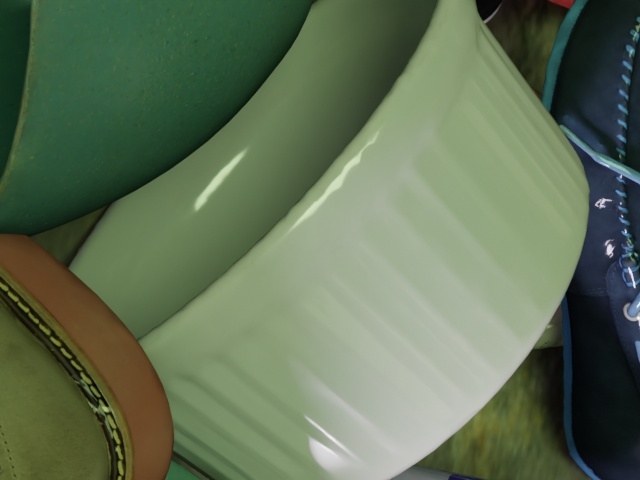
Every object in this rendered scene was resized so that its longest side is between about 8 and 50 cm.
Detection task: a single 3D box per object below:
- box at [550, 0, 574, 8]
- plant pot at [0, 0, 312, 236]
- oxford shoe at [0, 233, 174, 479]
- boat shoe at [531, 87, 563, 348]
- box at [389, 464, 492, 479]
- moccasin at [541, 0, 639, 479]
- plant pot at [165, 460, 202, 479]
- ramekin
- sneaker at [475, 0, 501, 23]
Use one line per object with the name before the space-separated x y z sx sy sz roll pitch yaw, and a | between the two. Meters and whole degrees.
box | 0.180 -0.225 0.661 0.300 0.142 0.154 -7 88 -59
plant pot | -0.115 -0.148 0.568 0.195 0.290 0.290 -9 89 -39
oxford shoe | -0.217 0.000 0.426 0.348 0.130 0.123 34 116 12
boat shoe | 0.128 -0.012 0.745 0.059 0.063 0.170 -10 90 -27
box | 0.100 0.176 0.679 0.126 0.137 0.072 16 79 -19
moccasin | 0.213 0.012 0.682 0.137 0.116 0.342 -33 125 -28
plant pot | -0.129 0.213 0.537 0.293 0.293 0.196 48 45 -11
ramekin | 0.000 0.000 0.590 0.135 0.277 0.277 44 73 -20
sneaker | 0.036 -0.195 0.693 0.216 0.121 0.079 25 78 -17
